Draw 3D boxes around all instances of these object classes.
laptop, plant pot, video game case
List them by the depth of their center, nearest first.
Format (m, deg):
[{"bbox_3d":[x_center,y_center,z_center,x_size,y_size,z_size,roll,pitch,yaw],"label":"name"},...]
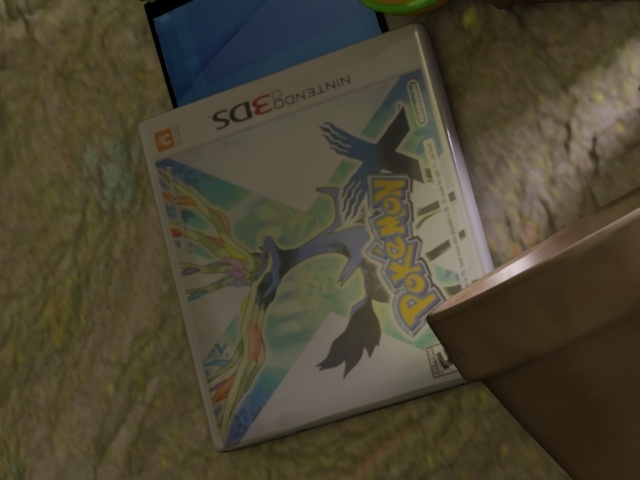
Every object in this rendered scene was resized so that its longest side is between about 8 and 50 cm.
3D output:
[{"bbox_3d":[0.287,0.101,1.421,0.323,0.323,0.280,-29,88,17],"label":"plant pot"},{"bbox_3d":[0.000,0.000,1.671,0.300,0.036,0.329,-18,79,20],"label":"video game case"},{"bbox_3d":[-0.094,-0.262,1.701,0.234,0.264,0.136,-22,38,18],"label":"laptop"}]

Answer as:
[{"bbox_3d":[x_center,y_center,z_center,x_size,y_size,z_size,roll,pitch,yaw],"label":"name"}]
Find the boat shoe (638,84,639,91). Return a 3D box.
[{"bbox_3d":[0.392,-0.154,1.503,0.258,0.095,0.084,-25,83,23],"label":"boat shoe"}]

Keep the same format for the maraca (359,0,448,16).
[{"bbox_3d":[0.094,-0.280,1.650,0.127,0.099,0.186,9,62,27],"label":"maraca"}]

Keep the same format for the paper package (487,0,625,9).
[{"bbox_3d":[0.190,-0.378,1.503,0.168,0.309,0.325,2,85,24],"label":"paper package"}]
